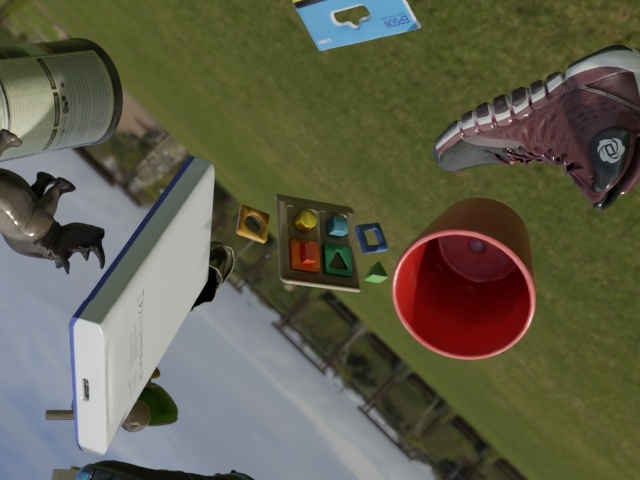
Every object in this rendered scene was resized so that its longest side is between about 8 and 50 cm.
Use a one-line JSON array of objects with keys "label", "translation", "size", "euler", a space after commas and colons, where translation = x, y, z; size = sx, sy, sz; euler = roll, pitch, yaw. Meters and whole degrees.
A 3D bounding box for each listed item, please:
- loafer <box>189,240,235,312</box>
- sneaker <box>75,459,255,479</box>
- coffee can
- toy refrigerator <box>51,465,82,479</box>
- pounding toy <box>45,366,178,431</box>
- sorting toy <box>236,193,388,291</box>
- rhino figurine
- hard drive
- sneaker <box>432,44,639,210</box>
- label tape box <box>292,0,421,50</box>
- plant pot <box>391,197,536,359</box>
[{"label": "loafer", "translation": [-0.198, 0.071, 1.614], "size": [0.087, 0.094, 0.251], "euler": [6, -157, 20]}, {"label": "sneaker", "translation": [-0.169, 0.376, 1.330], "size": [0.341, 0.125, 0.139], "euler": [19, -157, 6]}, {"label": "coffee can", "translation": [-0.518, -0.248, 1.716], "size": [0.201, 0.201, 0.275], "euler": [43, -147, 16]}, {"label": "toy refrigerator", "translation": [-0.406, 0.476, 1.789], "size": [0.102, 0.094, 0.269], "euler": [2, 162, 6]}, {"label": "pounding toy", "translation": [-0.335, 0.246, 1.643], "size": [0.183, 0.110, 0.237], "euler": [7, 179, 9]}, {"label": "sorting toy", "translation": [0.000, 0.000, 1.907], "size": [0.348, 0.196, 0.047], "euler": [9, 152, -30]}, {"label": "rhino figurine", "translation": [-0.362, -0.039, 1.214], "size": [0.243, 0.106, 0.073], "euler": [45, 159, -29]}, {"label": "hard drive", "translation": [-0.205, 0.069, 1.156], "size": [0.040, 0.318, 0.210], "euler": [15, 129, 8]}, {"label": "sneaker", "translation": [0.265, -0.097, 1.124], "size": [0.106, 0.281, 0.162], "euler": [-4, -107, -51]}, {"label": "label tape box", "translation": [0.022, -0.445, 1.296], "size": [0.249, 0.115, 0.347], "euler": [6, 128, 59]}, {"label": "plant pot", "translation": [0.291, 0.052, 1.870], "size": [0.275, 0.275, 0.243], "euler": [45, -149, -7]}]
